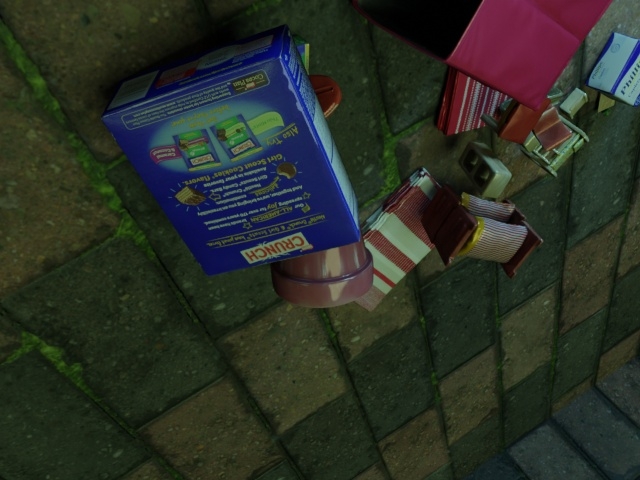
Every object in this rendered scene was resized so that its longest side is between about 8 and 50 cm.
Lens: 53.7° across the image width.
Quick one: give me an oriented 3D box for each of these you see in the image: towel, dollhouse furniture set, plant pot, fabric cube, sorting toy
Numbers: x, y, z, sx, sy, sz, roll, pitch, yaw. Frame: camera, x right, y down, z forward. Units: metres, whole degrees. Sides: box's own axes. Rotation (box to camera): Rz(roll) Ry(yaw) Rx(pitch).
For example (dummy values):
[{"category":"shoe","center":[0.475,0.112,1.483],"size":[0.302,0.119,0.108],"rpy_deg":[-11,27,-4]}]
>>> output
[{"category":"towel","center":[0.361,-0.326,1.279],"size":[0.274,0.031,0.199],"rpy_deg":[-17,132,-27]},{"category":"dollhouse furniture set","center":[0.389,-0.116,1.291],"size":[0.201,0.152,0.374],"rpy_deg":[9,127,-27]},{"category":"plant pot","center":[0.000,0.000,1.194],"size":[0.201,0.201,0.180],"rpy_deg":[-16,117,-25]},{"category":"towel","center":[0.169,0.011,1.430],"size":[0.329,0.037,0.237],"rpy_deg":[-46,139,7]},{"category":"fabric cube","center":[0.256,-0.393,0.976],"size":[0.258,0.254,0.259],"rpy_deg":[10,119,-43]},{"category":"sorting toy","center":[0.689,-0.332,1.526],"size":[0.062,0.012,0.083],"rpy_deg":[-28,135,-19]},{"category":"dollhouse furniture set","center":[0.533,-0.251,1.388],"size":[0.182,0.101,0.161],"rpy_deg":[-50,152,12]}]

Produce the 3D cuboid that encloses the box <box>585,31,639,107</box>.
[{"category":"box","center":[0.689,-0.383,1.427],"size":[0.137,0.072,0.126],"rpy_deg":[8,114,-39]}]

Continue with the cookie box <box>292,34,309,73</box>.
[{"category":"cookie box","center":[-0.074,-0.268,1.002],"size":[0.107,0.040,0.092],"rpy_deg":[-19,136,-22]}]

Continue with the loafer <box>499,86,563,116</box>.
[{"category":"loafer","center":[0.435,-0.280,1.312],"size":[0.147,0.056,0.050],"rpy_deg":[-19,134,-12]}]

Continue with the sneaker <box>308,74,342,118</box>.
[{"category":"sneaker","center":[-0.047,-0.192,1.033],"size":[0.221,0.087,0.128],"rpy_deg":[-22,172,24]}]

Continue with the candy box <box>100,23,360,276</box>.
[{"category":"candy box","center":[-0.113,-0.114,0.931],"size":[0.268,0.122,0.317],"rpy_deg":[-13,128,15]}]
